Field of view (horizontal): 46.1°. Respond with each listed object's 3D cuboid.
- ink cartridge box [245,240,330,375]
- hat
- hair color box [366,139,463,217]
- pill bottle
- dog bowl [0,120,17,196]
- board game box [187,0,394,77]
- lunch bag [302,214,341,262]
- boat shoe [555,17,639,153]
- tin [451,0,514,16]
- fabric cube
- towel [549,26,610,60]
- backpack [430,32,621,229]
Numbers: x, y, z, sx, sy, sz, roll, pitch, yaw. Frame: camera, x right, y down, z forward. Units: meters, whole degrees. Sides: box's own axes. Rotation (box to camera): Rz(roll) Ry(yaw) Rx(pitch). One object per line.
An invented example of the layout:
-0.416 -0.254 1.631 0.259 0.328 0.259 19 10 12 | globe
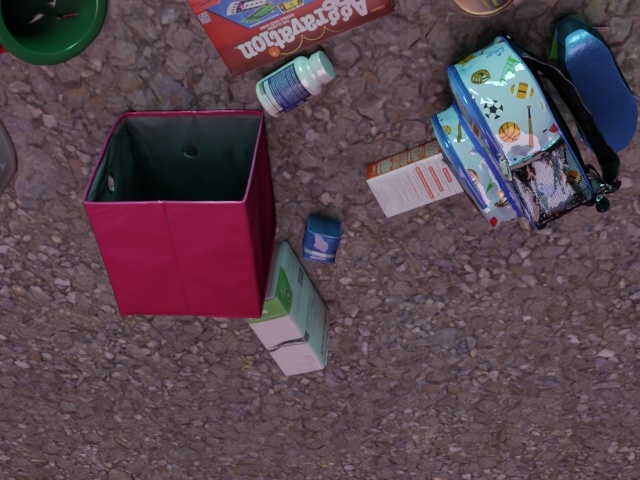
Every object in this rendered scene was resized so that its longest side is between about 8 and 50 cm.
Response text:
-0.067 0.138 1.488 0.092 0.160 0.219 -15 128 19 | ink cartridge box
-0.460 -0.373 1.164 0.208 0.183 0.173 -42 135 -15 | hat
0.175 -0.113 1.319 0.167 0.053 0.093 -18 126 21 | hair color box
-0.038 -0.252 1.204 0.120 0.067 0.067 -25 125 25 | pill bottle
-0.731 -0.144 1.335 0.348 0.102 0.349 3 131 3 | dog bowl
-0.044 -0.359 1.139 0.281 0.027 0.145 -18 129 19 | board game box
0.000 0.000 1.406 0.067 0.098 0.065 13 113 -4 | lunch bag
0.428 -0.241 1.158 0.108 0.089 0.258 -20 136 12 | boat shoe
0.207 -0.403 1.073 0.106 0.040 0.189 -37 119 26 | tin
-0.221 -0.046 1.279 0.258 0.254 0.258 0 133 4 | fabric cube
0.400 -0.303 1.162 0.083 0.009 0.060 2 132 4 | towel
0.283 -0.166 1.137 0.213 0.276 0.264 -25 111 7 | backpack
